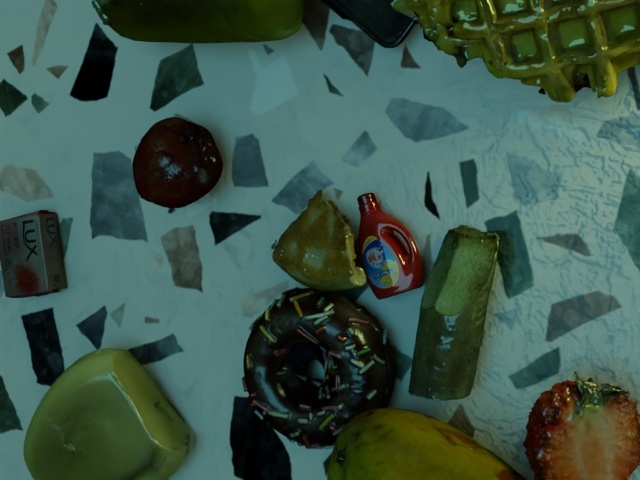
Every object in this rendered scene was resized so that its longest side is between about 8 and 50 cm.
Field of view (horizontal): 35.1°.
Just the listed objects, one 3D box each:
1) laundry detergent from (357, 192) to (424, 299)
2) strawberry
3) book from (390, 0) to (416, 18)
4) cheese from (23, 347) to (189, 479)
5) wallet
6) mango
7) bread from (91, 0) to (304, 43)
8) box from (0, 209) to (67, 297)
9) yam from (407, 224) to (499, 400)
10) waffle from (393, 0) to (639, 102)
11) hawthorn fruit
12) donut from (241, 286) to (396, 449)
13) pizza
[{"bbox_3d":[0.100,0.003,1.561,0.097,0.049,0.165,-21,84,29],"label":"laundry detergent"},{"bbox_3d":[0.362,0.295,1.439,0.175,0.107,0.236,10,105,-14],"label":"strawberry"},{"bbox_3d":[0.240,-0.408,1.370,0.295,0.208,0.020,-50,63,20],"label":"book"},{"bbox_3d":[-0.401,0.351,1.793,0.316,0.128,0.259,-36,81,26],"label":"cheese"},{"bbox_3d":[0.047,-0.441,1.547,0.318,0.045,0.172,43,112,19],"label":"wallet"},{"bbox_3d":[0.176,0.370,1.440,0.365,0.253,0.182,27,94,24],"label":"mango"},{"bbox_3d":[-0.193,-0.432,1.567,0.377,0.208,0.251,8,105,29],"label":"bread"},{"bbox_3d":[-0.534,0.027,1.866,0.111,0.060,0.156,-9,91,25],"label":"box"},{"bbox_3d":[0.198,0.110,1.498,0.106,0.106,0.259,12,101,24],"label":"yam"},{"bbox_3d":[0.291,-0.364,1.241,0.382,0.095,0.379,26,114,0],"label":"waffle"},{"bbox_3d":[-0.244,-0.118,1.670,0.172,0.148,0.148,-44,76,35],"label":"hawthorn fruit"},{"bbox_3d":[-0.010,0.204,1.604,0.270,0.103,0.269,3,97,24],"label":"donut"},{"bbox_3d":[0.000,0.000,1.597,0.182,0.062,0.161,-4,82,44],"label":"pizza"}]
